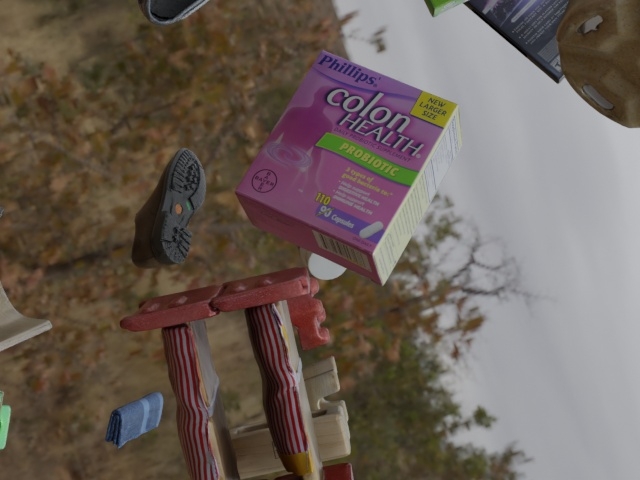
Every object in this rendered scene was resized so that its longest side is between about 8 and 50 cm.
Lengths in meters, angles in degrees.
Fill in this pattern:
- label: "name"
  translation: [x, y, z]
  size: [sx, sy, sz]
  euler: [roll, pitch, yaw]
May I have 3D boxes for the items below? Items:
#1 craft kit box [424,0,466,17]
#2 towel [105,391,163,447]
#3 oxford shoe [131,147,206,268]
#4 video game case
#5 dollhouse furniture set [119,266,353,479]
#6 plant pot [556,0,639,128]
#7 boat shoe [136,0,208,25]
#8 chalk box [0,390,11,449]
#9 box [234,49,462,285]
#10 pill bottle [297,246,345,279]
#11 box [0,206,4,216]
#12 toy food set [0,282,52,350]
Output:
- label: "craft kit box"
  translation: [0.225, -0.500, 1.641]
  size: [0.250, 0.246, 0.061]
  euler: [64, 3, 5]
- label: "towel"
  translation: [-0.301, 0.292, 1.801]
  size: [0.119, 0.029, 0.067]
  euler: [-16, 123, -60]
- label: "oxford shoe"
  translation: [-0.235, -0.051, 1.640]
  size: [0.083, 0.096, 0.227]
  euler: [51, 36, -32]
- label: "video game case"
  translation: [0.377, -0.427, 1.898]
  size: [0.274, 0.196, 0.026]
  euler: [44, -4, 16]
- label: "dollhouse furniture set"
  translation: [-0.064, 0.130, 1.044]
  size: [0.374, 0.152, 0.201]
  euler: [-85, 163, -87]
- label: "plant pot"
  translation: [0.438, -0.305, 1.299]
  size: [0.333, 0.305, 0.334]
  euler: [27, -26, 14]
- label: "boat shoe"
  translation: [-0.117, -0.387, 1.368]
  size: [0.108, 0.301, 0.102]
  euler: [44, 5, -23]
- label: "chalk box"
  translation: [-0.541, 0.266, 1.567]
  size: [0.132, 0.213, 0.132]
  euler: [2, -96, 52]
- label: "box"
  translation: [0.043, -0.100, 1.490]
  size: [0.213, 0.243, 0.117]
  euler: [25, -17, 19]
- label: "pill bottle"
  translation: [0.000, 0.000, 1.740]
  size: [0.137, 0.078, 0.078]
  euler: [-111, 180, -58]
- label: "box"
  translation: [-0.682, -0.031, 1.801]
  size: [0.261, 0.184, 0.103]
  euler: [28, -2, -15]
- label: "toy food set"
  translation: [-0.407, -0.017, 1.065]
  size: [0.219, 0.092, 0.306]
  euler: [-27, 95, -54]
